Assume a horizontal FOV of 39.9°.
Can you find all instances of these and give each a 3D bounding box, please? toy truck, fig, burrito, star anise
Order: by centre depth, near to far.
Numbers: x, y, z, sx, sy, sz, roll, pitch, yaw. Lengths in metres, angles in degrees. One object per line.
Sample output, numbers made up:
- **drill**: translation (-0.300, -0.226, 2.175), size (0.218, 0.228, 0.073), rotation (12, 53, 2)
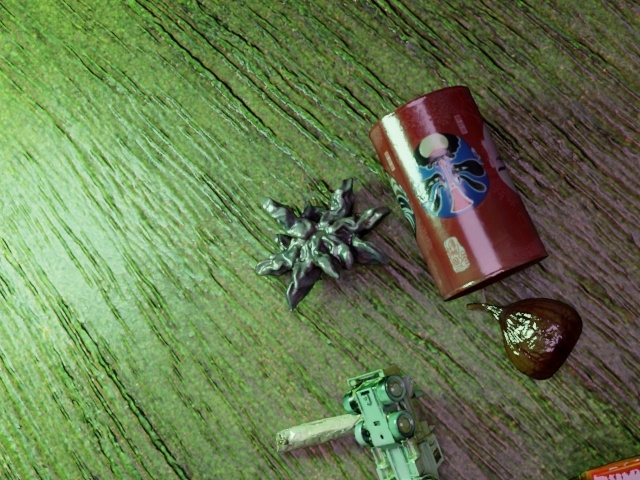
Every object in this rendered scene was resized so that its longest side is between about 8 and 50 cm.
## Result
- **toy truck**: translation (0.154, 0.349, 1.556), size (0.128, 0.135, 0.259), rotation (-28, 76, 48)
- **fig**: translation (0.358, 0.143, 1.561), size (0.201, 0.134, 0.146), rotation (38, 79, 20)
- **burrito**: translation (0.004, 0.353, 1.622), size (0.186, 0.041, 0.045), rotation (-14, 40, 7)
- **star anise**: translation (0.003, 0.002, 1.634), size (0.283, 0.129, 0.212), rotation (-18, 63, 1)

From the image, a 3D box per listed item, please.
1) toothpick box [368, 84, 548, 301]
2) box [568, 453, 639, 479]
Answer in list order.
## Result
- **toothpick box**: translation (0.242, -0.081, 1.565), size (0.204, 0.204, 0.333), rotation (-25, 80, 4)
- **box**: translation (0.513, 0.388, 1.403), size (0.197, 0.313, 0.089), rotation (-16, 71, 6)
